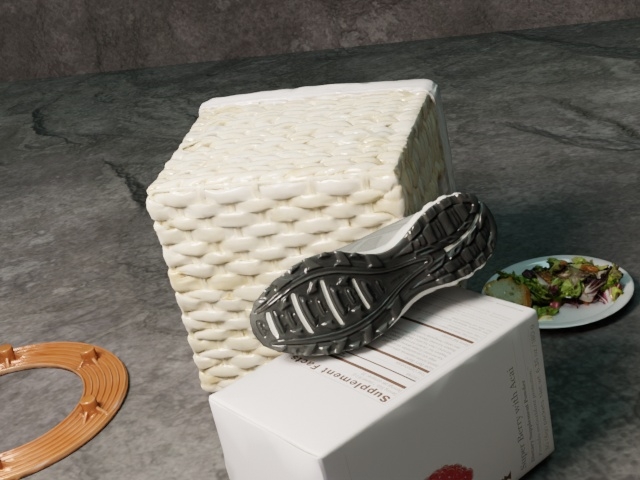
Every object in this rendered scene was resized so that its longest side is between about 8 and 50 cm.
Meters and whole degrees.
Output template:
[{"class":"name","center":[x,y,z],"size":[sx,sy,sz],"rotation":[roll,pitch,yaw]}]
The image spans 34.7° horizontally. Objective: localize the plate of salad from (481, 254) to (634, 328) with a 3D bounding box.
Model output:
[{"class":"plate of salad","center":[0.312,0.057,1.360],"size":[0.199,0.048,0.200],"rotation":[-10,23,4]}]

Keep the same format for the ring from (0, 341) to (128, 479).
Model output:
[{"class":"ring","center":[-0.422,0.217,1.354],"size":[0.336,0.032,0.336],"rotation":[-10,25,5]}]

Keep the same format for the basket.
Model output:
[{"class":"basket","center":[0.000,0.000,1.296],"size":[0.331,0.328,0.266],"rotation":[-4,29,16]}]

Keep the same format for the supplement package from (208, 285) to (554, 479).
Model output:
[{"class":"supplement package","center":[0.069,0.186,1.023],"size":[0.293,0.178,0.175],"rotation":[-28,28,-32]}]

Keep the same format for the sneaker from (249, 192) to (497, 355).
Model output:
[{"class":"sneaker","center":[0.052,0.042,1.044],"size":[0.271,0.100,0.108],"rotation":[-24,-1,-20]}]
